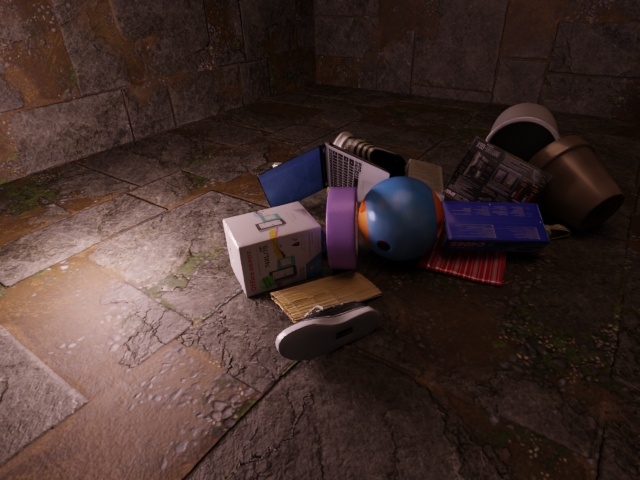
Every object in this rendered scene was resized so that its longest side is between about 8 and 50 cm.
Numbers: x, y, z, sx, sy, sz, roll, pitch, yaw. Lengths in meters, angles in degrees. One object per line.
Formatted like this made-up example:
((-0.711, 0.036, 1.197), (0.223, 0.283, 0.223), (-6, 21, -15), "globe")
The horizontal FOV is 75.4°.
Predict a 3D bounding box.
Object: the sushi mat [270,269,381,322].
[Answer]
((0.022, 0.164, 1.266), (0.317, 0.019, 0.151), (-12, 31, -30), "sushi mat")

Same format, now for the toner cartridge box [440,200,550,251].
((0.591, -0.048, 1.441), (0.348, 0.075, 0.165), (2, 59, -2), "toner cartridge box")

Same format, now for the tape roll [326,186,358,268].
((0.078, -0.040, 1.382), (0.090, 0.274, 0.274), (-1, 32, 8), "tape roll")

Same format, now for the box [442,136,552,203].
((0.659, -0.215, 1.569), (0.307, 0.242, 0.076), (31, 20, 12), "box")

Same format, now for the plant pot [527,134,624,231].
((0.974, -0.194, 1.599), (0.323, 0.323, 0.280), (-13, 50, -17), "plant pot")

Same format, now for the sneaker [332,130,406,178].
((0.231, -0.251, 1.667), (0.257, 0.447, 0.169), (32, 89, 33), "sneaker")

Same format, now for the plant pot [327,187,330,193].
((0.064, -0.246, 1.911), (0.083, 0.083, 0.079), (9, 45, 16), "plant pot")

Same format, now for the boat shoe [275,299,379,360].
((0.010, 0.226, 1.118), (0.306, 0.113, 0.105), (-16, 28, -27), "boat shoe")

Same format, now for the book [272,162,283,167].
((-0.156, -0.331, 2.032), (0.144, 0.096, 0.035), (3, 32, 10), "book")

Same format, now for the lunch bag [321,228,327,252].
((0.000, 0.000, 1.475), (0.098, 0.067, 0.065), (45, 3, 9), "lunch bag")

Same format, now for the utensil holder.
((0.969, -0.470, 1.985), (0.328, 0.327, 0.385), (13, 33, 22), "utensil holder")

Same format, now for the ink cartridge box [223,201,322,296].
((-0.157, 0.023, 1.370), (0.270, 0.198, 0.197), (-16, 35, -20), "ink cartridge box")

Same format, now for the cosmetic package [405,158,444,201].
((0.444, -0.237, 1.808), (0.160, 0.113, 0.309), (16, 35, 5), "cosmetic package")

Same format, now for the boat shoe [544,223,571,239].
((0.851, -0.025, 1.527), (0.153, 0.056, 0.048), (-7, 27, -22), "boat shoe")

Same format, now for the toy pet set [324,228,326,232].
((-0.045, -0.009, 1.565), (0.114, 0.065, 0.122), (31, 44, -7), "toy pet set")

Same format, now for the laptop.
((0.021, -0.178, 1.596), (0.408, 0.382, 0.236), (27, 77, 10), "laptop")

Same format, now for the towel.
((0.489, 0.065, 1.425), (0.275, 0.031, 0.199), (13, 36, 22), "towel")

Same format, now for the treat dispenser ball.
((0.272, -0.074, 1.415), (0.288, 0.288, 0.288), (-1, 32, 1), "treat dispenser ball")
